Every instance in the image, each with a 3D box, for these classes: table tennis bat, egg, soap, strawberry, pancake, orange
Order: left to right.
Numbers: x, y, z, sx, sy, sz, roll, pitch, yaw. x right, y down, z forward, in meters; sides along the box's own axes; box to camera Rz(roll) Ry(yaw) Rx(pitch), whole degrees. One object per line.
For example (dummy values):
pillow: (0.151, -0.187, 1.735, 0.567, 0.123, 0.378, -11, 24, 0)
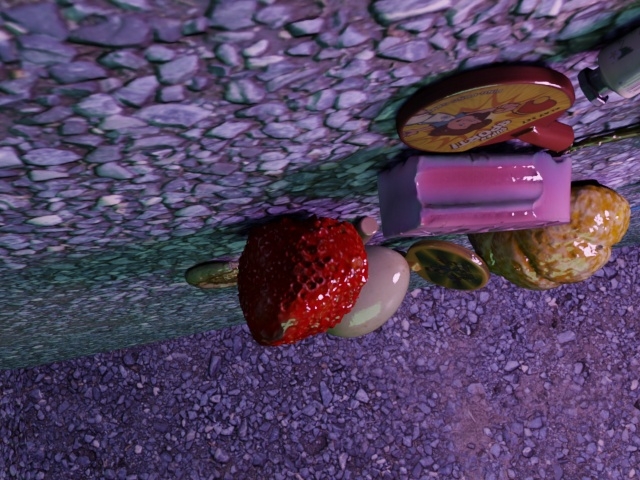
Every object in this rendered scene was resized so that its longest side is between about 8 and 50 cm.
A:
pancake: (-0.203, 0.079, 1.460, 0.254, 0.037, 0.253, -11, 168, -2)
strawberry: (-0.035, 0.085, 1.104, 0.261, 0.257, 0.261, -10, 145, -7)
egg: (0.093, 0.119, 1.489, 0.296, 0.218, 0.219, -29, 160, 35)
table tennis bat: (0.266, 0.057, 1.522, 0.321, 0.050, 0.198, 6, 147, 34)
soap: (0.253, -0.068, 0.940, 0.324, 0.109, 0.193, -5, 177, -18)
table tennis bat: (0.226, -0.153, 0.758, 0.310, 0.038, 0.200, 4, 164, -42)
orange: (0.529, 0.005, 1.397, 0.271, 0.210, 0.369, 2, 161, -40)

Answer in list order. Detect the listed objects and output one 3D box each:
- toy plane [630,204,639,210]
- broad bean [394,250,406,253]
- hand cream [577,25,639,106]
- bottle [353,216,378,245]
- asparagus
toy plane: (0.829, -0.110, 1.366, 0.254, 0.104, 0.271, -15, 167, 15)
broad bean: (0.166, 0.075, 1.685, 0.165, 0.084, 0.114, -7, 174, 10)
hand cream: (0.373, -0.213, 0.560, 0.095, 0.059, 0.276, 0, 159, -40)
bottle: (0.088, -0.018, 1.250, 0.045, 0.045, 0.096, -8, 167, -15)
asparagus: (0.475, -0.166, 0.955, 0.249, 0.025, 0.024, -14, -149, 11)
